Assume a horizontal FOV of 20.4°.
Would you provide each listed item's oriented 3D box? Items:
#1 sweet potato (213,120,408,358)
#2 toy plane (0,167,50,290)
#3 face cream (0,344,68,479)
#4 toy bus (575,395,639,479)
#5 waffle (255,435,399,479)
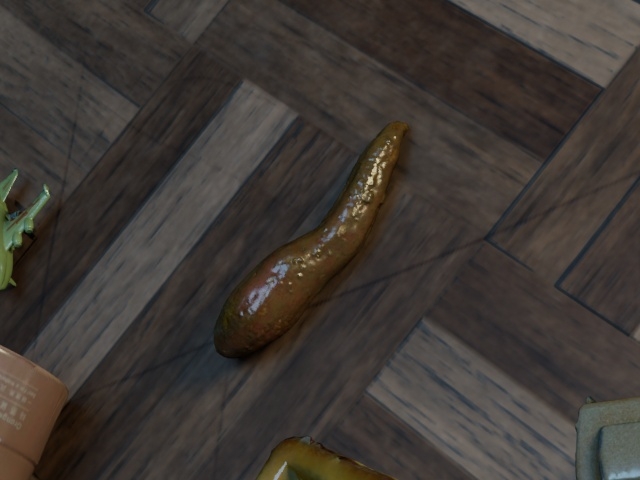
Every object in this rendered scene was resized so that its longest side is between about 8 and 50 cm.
[{"bbox_3d":[0.000,0.000,1.259,0.214,0.050,0.050,-49,53,-7],"label":"sweet potato"},{"bbox_3d":[-0.255,-0.005,1.405,0.102,0.040,0.111,-25,57,18],"label":"toy plane"},{"bbox_3d":[-0.268,0.124,1.277,0.149,0.149,0.104,13,71,33],"label":"face cream"},{"bbox_3d":[0.234,0.133,1.020,0.182,0.103,0.091,-11,60,25],"label":"toy bus"},{"bbox_3d":[-0.016,0.284,0.990,0.224,0.098,0.327,17,69,47],"label":"waffle"}]
